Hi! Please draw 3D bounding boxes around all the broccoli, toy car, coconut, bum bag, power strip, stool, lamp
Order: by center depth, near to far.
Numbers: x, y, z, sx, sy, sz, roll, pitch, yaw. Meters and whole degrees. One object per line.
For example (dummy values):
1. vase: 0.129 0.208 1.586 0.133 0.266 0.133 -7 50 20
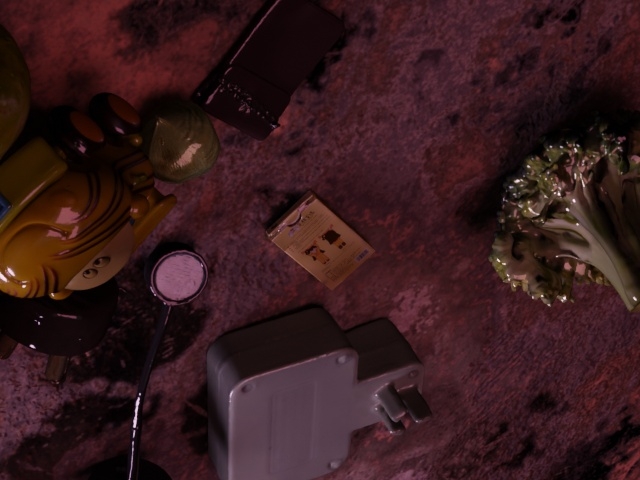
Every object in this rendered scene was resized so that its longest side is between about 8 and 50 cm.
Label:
1. toy car: -0.239 -0.024 1.769 0.200 0.142 0.248 -46 176 25
2. coconut: -0.148 -0.100 1.879 0.088 0.088 0.096 -39 145 0
3. stool: -0.303 0.064 1.891 0.217 0.125 0.121 10 127 -29
4. bum bag: -0.050 -0.182 1.917 0.109 0.026 0.159 24 111 -45
5. lamp: -0.208 0.161 2.109 0.130 0.108 0.371 -4 115 -17
6. broccoli: 0.332 -0.024 2.172 0.263 0.243 0.247 -22 150 -11
7. power strip: 0.003 0.201 2.229 0.261 0.141 0.229 -16 136 -20

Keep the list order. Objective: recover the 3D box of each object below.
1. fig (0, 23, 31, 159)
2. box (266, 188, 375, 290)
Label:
1. fig: -0.359 -0.105 1.661 0.167 0.167 0.233 13 111 -42
2. box: 0.000 0.000 2.126 0.073 0.020 0.149 -42 140 6
